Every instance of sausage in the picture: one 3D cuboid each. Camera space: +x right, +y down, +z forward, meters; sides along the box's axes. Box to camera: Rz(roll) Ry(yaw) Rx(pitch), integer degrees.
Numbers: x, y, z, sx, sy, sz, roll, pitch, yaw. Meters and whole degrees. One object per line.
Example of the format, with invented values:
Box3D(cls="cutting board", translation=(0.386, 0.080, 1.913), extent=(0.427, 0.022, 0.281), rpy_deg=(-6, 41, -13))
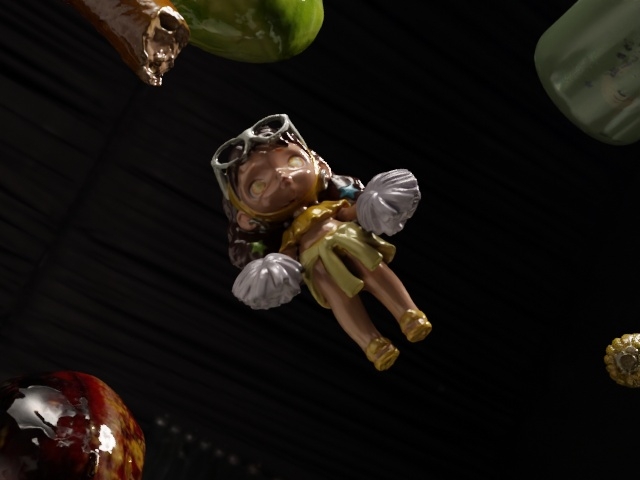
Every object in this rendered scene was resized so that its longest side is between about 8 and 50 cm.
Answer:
Box3D(cls="sausage", translation=(-0.241, -0.261, 0.982), extent=(0.076, 0.302, 0.103), rpy_deg=(-22, 136, -37))

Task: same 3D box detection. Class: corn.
Box3D(cls="corn", translation=(0.405, 0.152, 1.211), extent=(0.068, 0.068, 0.207), rpy_deg=(-57, 155, 10))

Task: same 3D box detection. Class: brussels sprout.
Box3D(cls="brussels sprout", translation=(-0.103, -0.289, 1.129), extent=(0.223, 0.223, 0.161), rpy_deg=(-86, -168, -58))

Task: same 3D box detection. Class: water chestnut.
Box3D(cls="water chestnut", translation=(-0.315, 0.328, 1.129), extent=(0.350, 0.302, 0.351), rpy_deg=(-35, -139, 38))

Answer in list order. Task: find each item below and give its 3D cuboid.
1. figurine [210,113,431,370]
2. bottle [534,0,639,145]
Box3D(cls="figurine", translation=(-0.001, -0.001, 0.817), extent=(0.174, 0.116, 0.240), rpy_deg=(-36, -124, -6))
Box3D(cls="bottle", translation=(0.398, -0.256, 0.997), extent=(0.347, 0.168, 0.169), rpy_deg=(-42, -157, 41))
